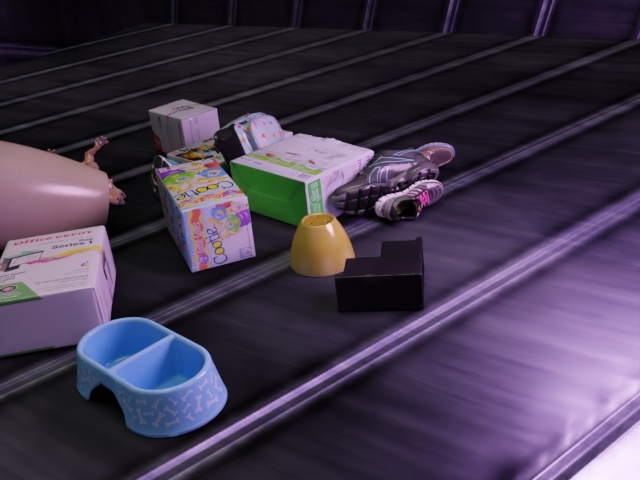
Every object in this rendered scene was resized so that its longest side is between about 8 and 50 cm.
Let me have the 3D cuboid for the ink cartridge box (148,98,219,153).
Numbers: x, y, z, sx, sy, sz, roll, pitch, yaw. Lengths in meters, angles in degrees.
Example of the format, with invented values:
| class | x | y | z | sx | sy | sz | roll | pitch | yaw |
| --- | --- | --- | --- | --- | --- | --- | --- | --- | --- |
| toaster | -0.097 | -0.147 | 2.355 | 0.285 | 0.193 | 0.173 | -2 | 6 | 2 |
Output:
| class | x | y | z | sx | sy | sz | roll | pitch | yaw |
| --- | --- | --- | --- | --- | --- | --- | --- | --- | --- |
| ink cartridge box | -0.391 | -0.323 | 2.341 | 0.127 | 0.128 | 0.176 | -26 | 33 | -35 |

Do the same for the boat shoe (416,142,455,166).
| class | x | y | z | sx | sy | sz | roll | pitch | yaw |
| --- | --- | --- | --- | --- | --- | --- | --- | --- | --- |
| boat shoe | 0.247 | -0.191 | 2.008 | 0.183 | 0.066 | 0.066 | -14 | 30 | 8 |

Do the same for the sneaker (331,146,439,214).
| class | x | y | z | sx | sy | sz | roll | pitch | yaw |
| --- | --- | --- | --- | --- | --- | --- | --- | --- | --- |
| sneaker | 0.135 | -0.139 | 1.836 | 0.267 | 0.101 | 0.106 | -19 | 59 | -21 |

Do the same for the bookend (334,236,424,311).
| class | x | y | z | sx | sy | sz | roll | pitch | yaw |
| --- | --- | --- | --- | --- | --- | --- | --- | --- | --- |
| bookend | 0.114 | 0.061 | 1.499 | 0.157 | 0.072 | 0.156 | -3 | 25 | 8 |

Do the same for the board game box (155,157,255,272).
| class | x | y | z | sx | sy | sz | roll | pitch | yaw |
| --- | --- | --- | --- | --- | --- | --- | --- | --- | --- |
| board game box | -0.255 | -0.063 | 1.758 | 0.142 | 0.144 | 0.275 | -14 | 27 | -17 |

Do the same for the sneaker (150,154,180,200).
| class | x | y | z | sx | sy | sz | roll | pitch | yaw |
| --- | --- | --- | --- | --- | --- | --- | --- | --- | --- |
| sneaker | -0.339 | -0.141 | 2.024 | 0.110 | 0.107 | 0.275 | -4 | 23 | -44 |

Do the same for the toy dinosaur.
| class | x | y | z | sx | sy | sz | roll | pitch | yaw |
| --- | --- | --- | --- | --- | --- | --- | --- | --- | --- |
| toy dinosaur | -0.647 | -0.157 | 2.079 | 0.295 | 0.127 | 0.200 | -8 | 32 | 9 |

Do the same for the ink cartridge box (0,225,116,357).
| class | x | y | z | sx | sy | sz | roll | pitch | yaw |
| --- | --- | --- | --- | --- | --- | --- | --- | --- | --- |
| ink cartridge box | -0.507 | 0.088 | 1.534 | 0.201 | 0.117 | 0.278 | -10 | 25 | -6 |

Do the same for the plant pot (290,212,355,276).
| class | x | y | z | sx | sy | sz | roll | pitch | yaw |
| --- | --- | --- | --- | --- | --- | --- | --- | --- | --- |
| plant pot | 0.000 | 0.000 | 1.624 | 0.134 | 0.095 | 0.134 | -5 | 26 | 2 |

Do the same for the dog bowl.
| class | x | y | z | sx | sy | sz | roll | pitch | yaw |
| --- | --- | --- | --- | --- | --- | --- | --- | --- | --- |
| dog bowl | -0.280 | 0.207 | 1.289 | 0.297 | 0.074 | 0.166 | 18 | 35 | 41 |

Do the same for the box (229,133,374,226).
| class | x | y | z | sx | sy | sz | roll | pitch | yaw |
| --- | --- | --- | --- | --- | --- | --- | --- | --- | --- |
| box | -0.039 | -0.149 | 1.905 | 0.262 | 0.127 | 0.231 | 18 | 34 | 41 |

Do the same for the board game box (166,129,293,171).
| class | x | y | z | sx | sy | sz | roll | pitch | yaw |
| --- | --- | --- | --- | --- | --- | --- | --- | --- | --- |
| board game box | -0.247 | -0.249 | 2.242 | 0.193 | 0.053 | 0.305 | 18 | 35 | 39 |

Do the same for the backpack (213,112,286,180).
| class | x | y | z | sx | sy | sz | roll | pitch | yaw |
| --- | --- | --- | --- | --- | --- | --- | --- | --- | --- |
| backpack | -0.168 | -0.246 | 2.076 | 0.144 | 0.166 | 0.188 | -21 | 14 | 24 |

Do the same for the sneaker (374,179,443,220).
| class | x | y | z | sx | sy | sz | roll | pitch | yaw |
| --- | --- | --- | --- | --- | --- | --- | --- | --- | --- |
| sneaker | 0.209 | -0.083 | 1.789 | 0.170 | 0.063 | 0.075 | -19 | 32 | -20 |

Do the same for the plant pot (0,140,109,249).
| class | x | y | z | sx | sy | sz | roll | pitch | yaw |
| --- | --- | --- | --- | --- | --- | --- | --- | --- | --- |
| plant pot | -0.633 | -0.101 | 1.848 | 0.274 | 0.257 | 0.256 | 0 | 22 | -23 |
